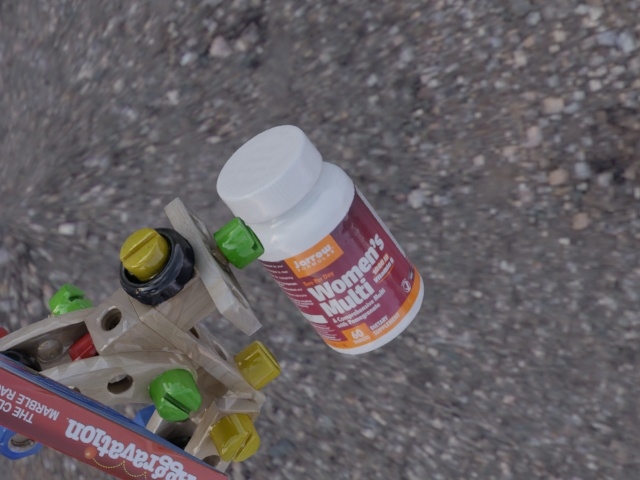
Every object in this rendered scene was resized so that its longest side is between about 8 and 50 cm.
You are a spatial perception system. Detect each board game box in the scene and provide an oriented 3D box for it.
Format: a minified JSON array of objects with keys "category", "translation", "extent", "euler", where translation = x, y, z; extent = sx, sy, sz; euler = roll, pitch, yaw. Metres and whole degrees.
[{"category":"board game box","translation":[-0.186,0.056,0.673],"extent":[0.281,0.145,0.027],"euler":[34,81,-37]}]

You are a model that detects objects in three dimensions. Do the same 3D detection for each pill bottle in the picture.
[{"category":"pill bottle","translation":[0.000,0.000,1.365],"extent":[0.121,0.121,0.221],"euler":[-44,122,-9]}]

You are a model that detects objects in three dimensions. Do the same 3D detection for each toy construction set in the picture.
[{"category":"toy construction set","translation":[-0.117,0.078,1.113],"extent":[0.257,0.309,0.237],"euler":[41,99,-20]}]
